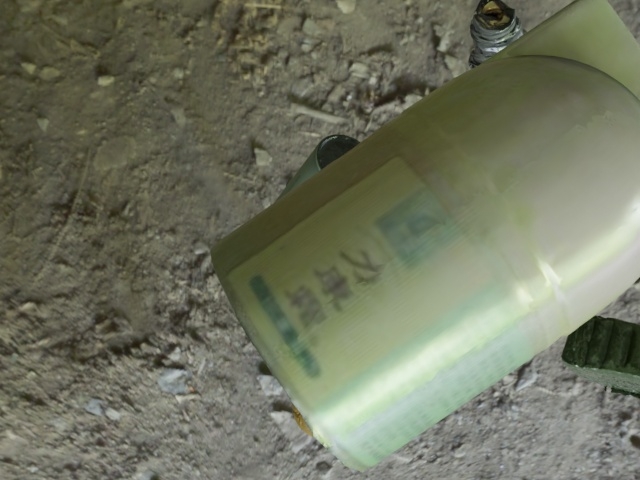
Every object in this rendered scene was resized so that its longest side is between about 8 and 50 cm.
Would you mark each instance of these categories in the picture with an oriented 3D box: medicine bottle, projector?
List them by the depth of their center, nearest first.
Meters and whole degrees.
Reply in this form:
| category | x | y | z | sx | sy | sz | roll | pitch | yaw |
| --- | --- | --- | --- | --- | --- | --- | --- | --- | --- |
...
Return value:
| category | x | y | z | sx | sy | sz | roll | pitch | yaw |
| --- | --- | --- | --- | --- | --- | --- | --- | --- | --- |
| medicine bottle | 0.136 | -0.014 | 0.566 | 0.406 | 0.235 | 0.235 | -35 | 72 | 1 |
| projector | -0.027 | -0.043 | 1.092 | 0.108 | 0.337 | 0.108 | 12 | 59 | -22 |

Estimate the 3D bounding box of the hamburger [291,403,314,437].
| category | x | y | z | sx | sy | sz | roll | pitch | yaw |
| --- | --- | --- | --- | --- | --- | --- | --- | --- | --- |
| hamburger | 0.016 | 0.432 | 1.771 | 0.209 | 0.162 | 0.329 | -12 | 100 | 23 |

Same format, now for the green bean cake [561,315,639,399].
| category | x | y | z | sx | sy | sz | roll | pitch | yaw |
| --- | --- | --- | --- | --- | --- | --- | --- | --- | --- |
| green bean cake | 0.614 | 0.236 | 1.281 | 0.227 | 0.223 | 0.124 | 14 | 75 | 41 |

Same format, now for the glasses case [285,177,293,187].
| category | x | y | z | sx | sy | sz | roll | pitch | yaw |
| --- | --- | --- | --- | --- | --- | --- | --- | --- | --- |
| glasses case | 0.000 | 0.000 | 1.578 | 0.131 | 0.074 | 0.322 | -6 | 95 | 26 |

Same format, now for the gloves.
| category | x | y | z | sx | sy | sz | roll | pitch | yaw |
| --- | --- | --- | --- | --- | --- | --- | --- | --- | --- |
| gloves | 0.358 | -0.351 | 1.263 | 0.142 | 0.285 | 0.119 | -11 | 53 | 15 |
